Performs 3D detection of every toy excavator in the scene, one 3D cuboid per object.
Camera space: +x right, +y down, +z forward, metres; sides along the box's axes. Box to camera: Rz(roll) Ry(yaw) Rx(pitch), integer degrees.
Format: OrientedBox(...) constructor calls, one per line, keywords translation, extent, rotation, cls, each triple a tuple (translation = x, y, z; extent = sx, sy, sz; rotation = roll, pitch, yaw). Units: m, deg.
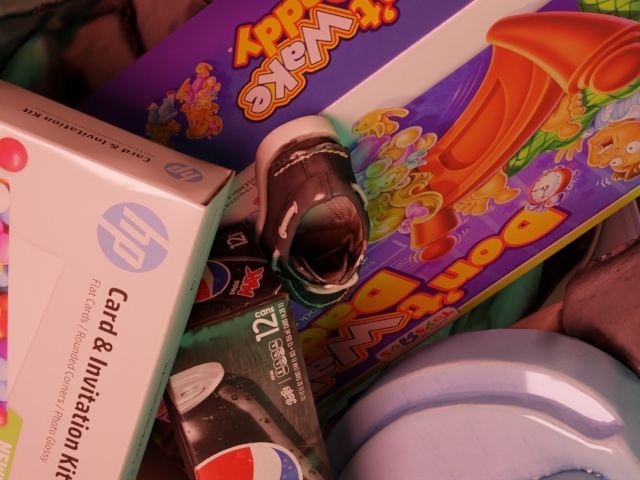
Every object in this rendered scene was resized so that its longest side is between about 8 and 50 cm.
OrientedBox(translation=(0.119, 0.270, 0.671), extent=(0.222, 0.433, 0.445), rotation=(-31, -174, 35), cls="toy excavator")

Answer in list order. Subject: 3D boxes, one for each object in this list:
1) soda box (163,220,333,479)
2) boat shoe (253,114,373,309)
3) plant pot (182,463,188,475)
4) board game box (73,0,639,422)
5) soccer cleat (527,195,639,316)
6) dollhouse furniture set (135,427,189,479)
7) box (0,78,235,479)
OrientedBox(translation=(-0.030, 0.081, 0.648), extent=(0.053, 0.060, 0.169), rotation=(-20, 126, -10), cls="soda box")
OrientedBox(translation=(0.000, 0.000, 0.628), extent=(0.046, 0.038, 0.125), rotation=(-18, 150, -11), cls="boat shoe")
OrientedBox(translation=(-0.043, 0.224, 0.902), extent=(0.180, 0.201, 0.201), rotation=(-39, 149, 8), cls="plant pot")
OrientedBox(translation=(0.036, -0.045, 0.711), extent=(0.347, 0.078, 0.233), rotation=(-36, 151, 15), cls="board game box")
OrientedBox(translation=(0.237, 0.014, 1.096), extent=(0.109, 0.116, 0.318), rotation=(-2, 123, -51), cls="soccer cleat")
OrientedBox(translation=(-0.193, 0.207, 0.713), extent=(0.301, 0.151, 0.197), rotation=(-55, 148, 5), cls="dollhouse furniture set")
OrientedBox(translation=(-0.139, 0.008, 0.561), extent=(0.038, 0.186, 0.145), rotation=(-61, 172, -62), cls="box")
